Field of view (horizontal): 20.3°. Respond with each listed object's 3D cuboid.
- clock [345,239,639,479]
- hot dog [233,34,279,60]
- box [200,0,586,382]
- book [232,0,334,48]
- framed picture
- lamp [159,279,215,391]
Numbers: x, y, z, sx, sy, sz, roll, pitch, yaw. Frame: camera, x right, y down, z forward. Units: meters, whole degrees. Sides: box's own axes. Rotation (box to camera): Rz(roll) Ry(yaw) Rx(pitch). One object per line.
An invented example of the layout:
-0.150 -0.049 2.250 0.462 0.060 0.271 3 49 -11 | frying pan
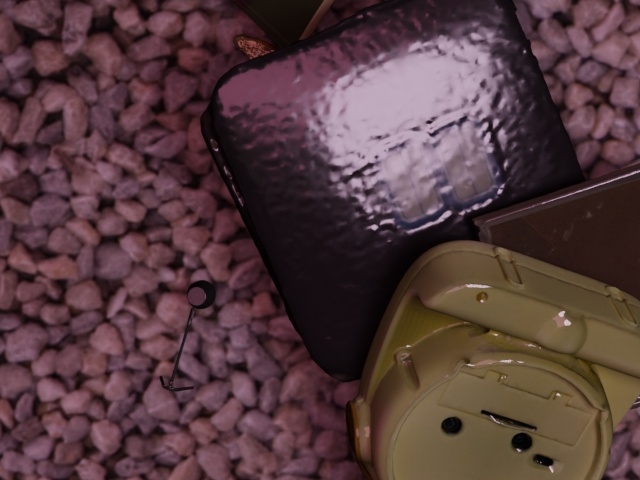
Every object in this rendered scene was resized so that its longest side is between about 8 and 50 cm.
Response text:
0.175 0.186 1.838 0.286 0.117 0.348 18 114 -17 | clock
-0.055 -0.195 1.943 0.034 0.030 0.090 -41 89 1 | hot dog
0.088 -0.069 1.858 0.350 0.091 0.359 -25 103 -6 | box
-0.080 -0.361 1.884 0.289 0.026 0.201 42 124 10 | book
0.291 0.066 1.871 0.209 0.019 0.281 -17 116 2 | framed picture
-0.144 0.102 1.936 0.041 0.054 0.121 15 91 3 | lamp
